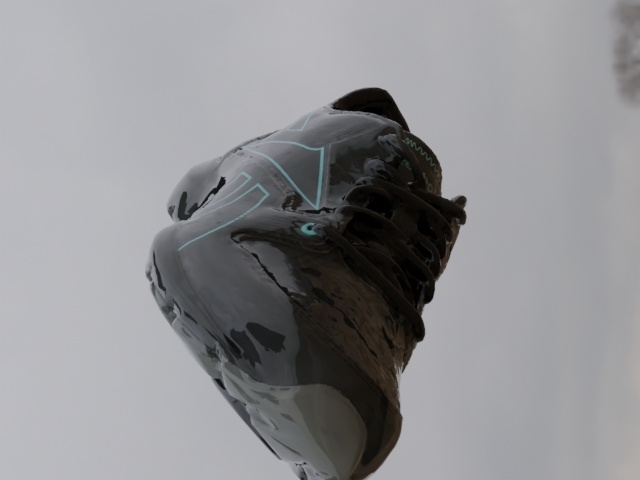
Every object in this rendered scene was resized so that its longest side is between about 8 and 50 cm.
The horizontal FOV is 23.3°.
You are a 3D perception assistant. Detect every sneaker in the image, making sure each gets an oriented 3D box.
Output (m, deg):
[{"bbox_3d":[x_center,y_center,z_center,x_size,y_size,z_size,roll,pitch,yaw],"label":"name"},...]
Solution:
[{"bbox_3d":[0.000,0.000,0.583,0.101,0.106,0.267,51,-173,-19],"label":"sneaker"}]
